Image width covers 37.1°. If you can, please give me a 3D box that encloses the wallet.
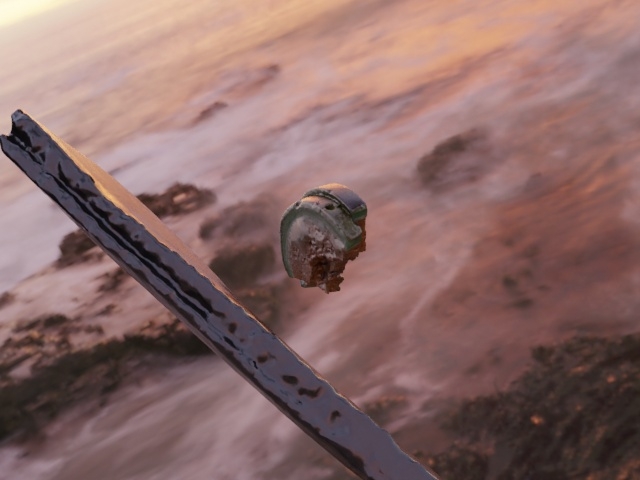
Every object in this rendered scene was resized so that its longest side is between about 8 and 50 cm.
[{"bbox_3d":[-0.039,0.038,0.433,0.025,0.244,0.124,-49,-9,-4],"label":"wallet"}]

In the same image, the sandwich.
[{"bbox_3d":[-0.001,-0.001,0.683,0.029,0.067,0.135,-18,-16,-23],"label":"sandwich"}]
